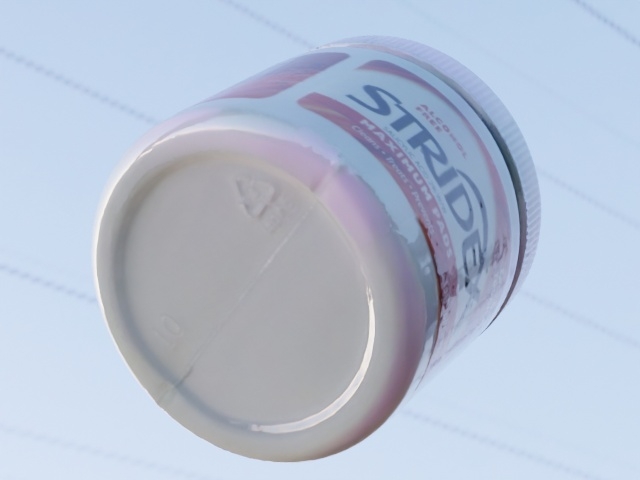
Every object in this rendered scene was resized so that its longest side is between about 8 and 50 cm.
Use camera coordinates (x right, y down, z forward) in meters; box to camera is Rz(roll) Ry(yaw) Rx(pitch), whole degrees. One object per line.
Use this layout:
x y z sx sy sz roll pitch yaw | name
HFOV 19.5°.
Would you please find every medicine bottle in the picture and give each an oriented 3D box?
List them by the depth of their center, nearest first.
0.000 0.000 1.313 0.252 0.252 0.241 -39 -2 33 | medicine bottle
